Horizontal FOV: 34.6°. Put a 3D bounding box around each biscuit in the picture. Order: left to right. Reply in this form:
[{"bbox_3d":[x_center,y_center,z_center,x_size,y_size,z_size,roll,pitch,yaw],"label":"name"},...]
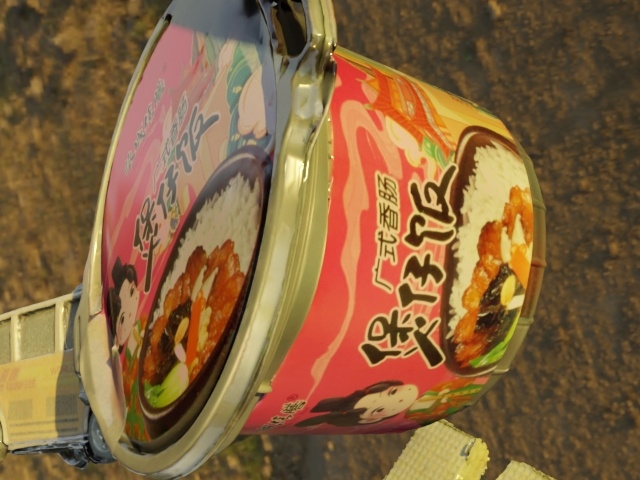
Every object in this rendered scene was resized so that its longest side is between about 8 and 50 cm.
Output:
[{"bbox_3d":[0.147,0.263,0.962,0.046,0.147,0.250,40,166,-32],"label":"biscuit"}]

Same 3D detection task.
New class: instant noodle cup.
[{"bbox_3d":[0.000,0.000,0.550,0.302,0.182,0.258,-35,51,53],"label":"instant noodle cup"}]

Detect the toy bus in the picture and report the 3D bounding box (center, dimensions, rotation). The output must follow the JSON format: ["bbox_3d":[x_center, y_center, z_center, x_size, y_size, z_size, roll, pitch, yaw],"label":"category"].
[{"bbox_3d":[-0.180,0.108,0.796,0.343,0.097,0.138,-17,71,41],"label":"toy bus"}]
